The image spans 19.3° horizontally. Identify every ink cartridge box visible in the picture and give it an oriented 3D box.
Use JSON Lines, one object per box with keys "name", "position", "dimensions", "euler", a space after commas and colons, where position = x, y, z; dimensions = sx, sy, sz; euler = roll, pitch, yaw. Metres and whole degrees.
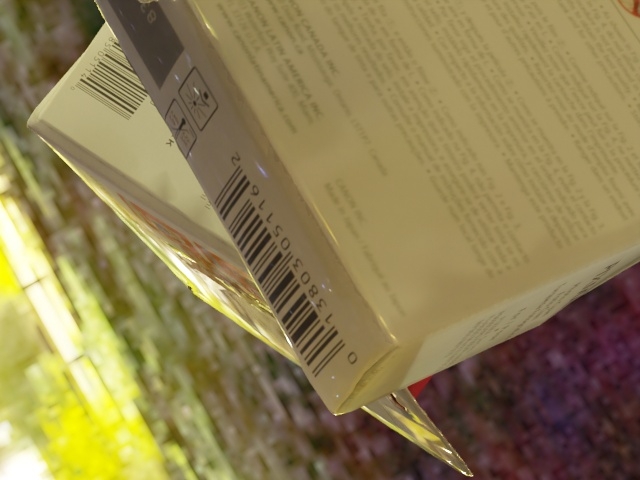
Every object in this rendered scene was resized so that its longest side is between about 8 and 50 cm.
{"name": "ink cartridge box", "position": [0.000, 0.000, 1.217], "dimensions": [0.272, 0.130, 0.309], "euler": [33, 171, 24]}
{"name": "ink cartridge box", "position": [0.092, -0.113, 1.044], "dimensions": [0.308, 0.385, 0.091], "euler": [59, 145, 15]}

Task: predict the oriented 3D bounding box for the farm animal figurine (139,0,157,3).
{"name": "farm animal figurine", "position": [-0.113, -0.263, 0.592], "dimensions": [0.330, 0.172, 0.327], "euler": [50, 144, 5]}
